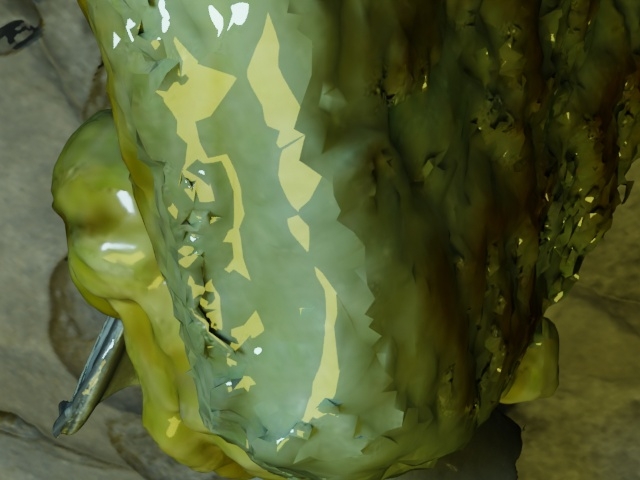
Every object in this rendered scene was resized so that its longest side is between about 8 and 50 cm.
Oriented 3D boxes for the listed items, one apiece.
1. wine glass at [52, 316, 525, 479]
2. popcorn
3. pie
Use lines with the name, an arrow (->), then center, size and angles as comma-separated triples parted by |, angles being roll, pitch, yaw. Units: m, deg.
wine glass -> -0.013, 0.100, 1.070 | 0.241, 0.126, 0.126 | 25, 130, -9
popcorn -> 0.000, 0.000, 0.929 | 0.255, 0.195, 0.256 | 21, 103, 12
pie -> 0.025, -0.143, 0.660 | 0.180, 0.418, 0.395 | -9, 117, 27
